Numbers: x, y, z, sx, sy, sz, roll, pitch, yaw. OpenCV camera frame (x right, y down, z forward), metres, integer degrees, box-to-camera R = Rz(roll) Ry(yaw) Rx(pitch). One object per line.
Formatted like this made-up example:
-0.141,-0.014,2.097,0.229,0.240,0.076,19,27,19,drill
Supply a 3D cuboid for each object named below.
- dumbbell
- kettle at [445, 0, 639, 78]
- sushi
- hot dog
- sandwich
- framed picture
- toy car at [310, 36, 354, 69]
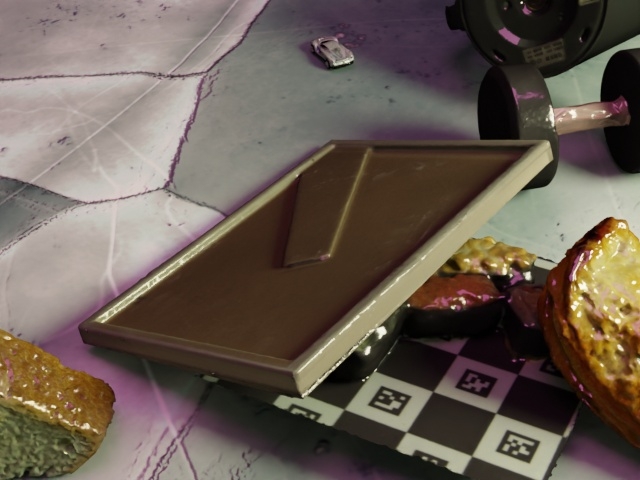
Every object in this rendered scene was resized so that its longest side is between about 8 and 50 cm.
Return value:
0.312,-0.146,1.228,0.218,0.152,0.152,-9,40,-6,dumbbell
0.334,-0.327,1.404,0.308,0.262,0.203,-25,75,-49,kettle
0.113,0.064,1.027,0.343,0.064,0.359,17,37,23,sushi
0.316,0.108,0.945,0.259,0.114,0.175,45,45,13,hot dog
-0.374,0.168,0.939,0.254,0.288,0.099,-47,30,17,sandwich
0.000,0.000,1.090,0.326,0.028,0.446,6,34,43,framed picture
0.016,-0.282,1.513,0.041,0.025,0.093,-19,42,-19,toy car
